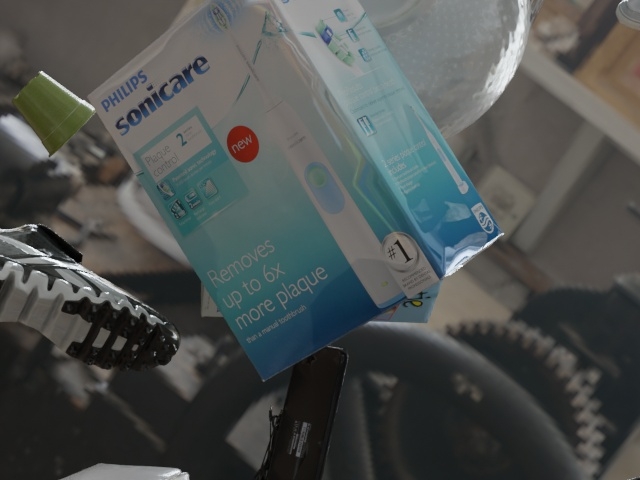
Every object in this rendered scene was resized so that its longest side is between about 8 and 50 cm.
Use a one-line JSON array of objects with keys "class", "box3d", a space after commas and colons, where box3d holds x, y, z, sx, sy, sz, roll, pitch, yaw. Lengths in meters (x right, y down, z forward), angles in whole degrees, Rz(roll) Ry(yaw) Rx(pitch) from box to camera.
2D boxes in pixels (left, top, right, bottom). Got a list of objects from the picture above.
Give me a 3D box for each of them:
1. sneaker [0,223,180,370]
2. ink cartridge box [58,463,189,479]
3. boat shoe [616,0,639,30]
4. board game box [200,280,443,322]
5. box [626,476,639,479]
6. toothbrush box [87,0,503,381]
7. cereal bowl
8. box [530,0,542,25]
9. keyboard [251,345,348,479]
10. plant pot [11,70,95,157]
[{"class": "sneaker", "box3d": [-0.226, 0.037, 1.312, 0.234, 0.078, 0.106, 20, 38, -20]}, {"class": "ink cartridge box", "box3d": [-0.169, 0.287, 1.119, 0.092, 0.219, 0.160, 1, 8, 31]}, {"class": "boat shoe", "box3d": [0.513, -0.339, 2.164, 0.184, 0.063, 0.066, 0, 56, -2]}, {"class": "board game box", "box3d": [0.000, 0.000, 1.803, 0.275, 0.144, 0.142, 3, 58, -7]}, {"class": "box", "box3d": [0.439, 0.387, 1.822, 0.257, 0.322, 0.079, 54, 30, -26]}, {"class": "toothbrush box", "box3d": [-0.023, -0.065, 1.298, 0.295, 0.216, 0.126, 59, 35, 1]}, {"class": "cereal bowl", "box3d": [0.054, -0.268, 1.641, 0.339, 0.339, 0.141, 42, -6, 18]}, {"class": "box", "box3d": [0.256, -0.569, 2.161, 0.297, 0.480, 0.472, 27, 0, 7]}, {"class": "keyboard", "box3d": [-0.015, 0.197, 1.509, 0.038, 0.192, 0.100, 20, -9, -40]}, {"class": "plant pot", "box3d": [-0.318, -0.154, 1.799, 0.079, 0.083, 0.083, 44, 15, -11]}]
